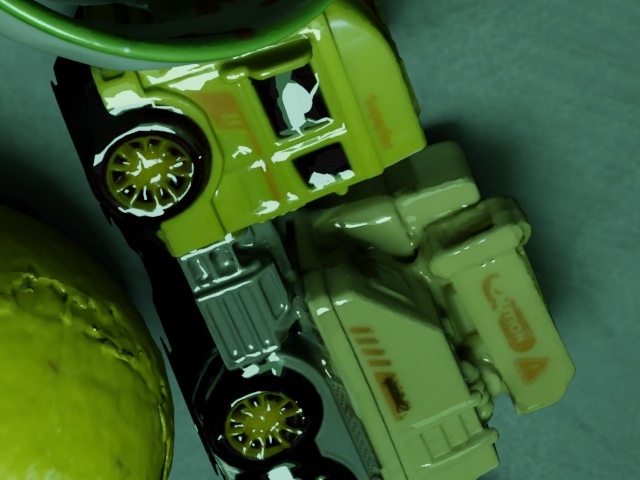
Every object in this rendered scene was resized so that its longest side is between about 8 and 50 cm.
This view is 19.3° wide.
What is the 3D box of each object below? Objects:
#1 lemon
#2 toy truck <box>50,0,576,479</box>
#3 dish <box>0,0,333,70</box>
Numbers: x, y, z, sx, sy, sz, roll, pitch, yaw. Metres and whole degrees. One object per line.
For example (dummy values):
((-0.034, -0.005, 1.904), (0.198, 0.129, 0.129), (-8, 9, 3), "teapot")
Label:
((-0.236, 0.113, 1.170), (0.297, 0.297, 0.297), (-4, 120, -6), "lemon")
((0.000, 0.000, 1.196), (0.254, 0.180, 0.405), (-22, 122, 1), "toy truck")
((-0.129, -0.227, 1.017), (0.324, 0.324, 0.124), (27, 151, -22), "dish")
